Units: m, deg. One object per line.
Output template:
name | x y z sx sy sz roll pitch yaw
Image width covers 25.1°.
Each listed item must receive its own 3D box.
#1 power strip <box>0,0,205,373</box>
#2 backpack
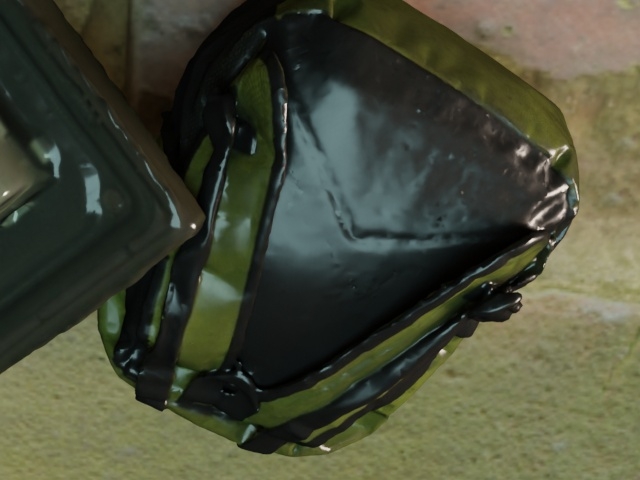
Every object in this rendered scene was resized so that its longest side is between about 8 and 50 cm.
power strip | -0.223 -0.040 0.678 0.251 0.092 0.257 -35 94 22
backpack | 0.000 0.000 0.737 0.207 0.140 0.253 29 112 -14
